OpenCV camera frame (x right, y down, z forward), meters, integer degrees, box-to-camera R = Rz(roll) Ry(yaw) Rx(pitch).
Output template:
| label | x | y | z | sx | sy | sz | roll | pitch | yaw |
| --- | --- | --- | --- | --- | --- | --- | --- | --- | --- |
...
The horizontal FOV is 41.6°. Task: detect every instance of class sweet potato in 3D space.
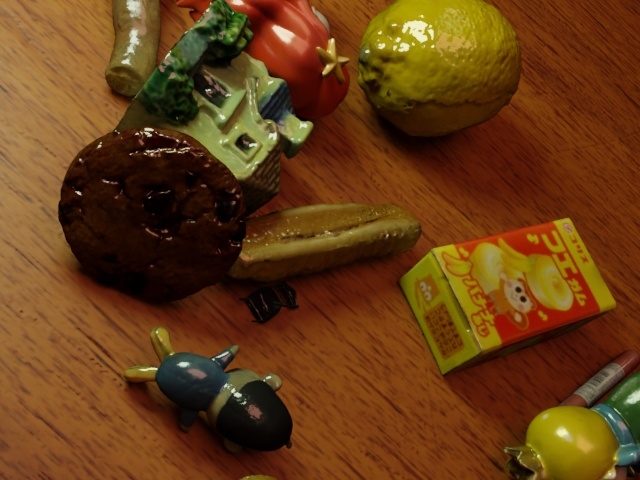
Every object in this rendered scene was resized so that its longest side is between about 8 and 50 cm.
| label | x | y | z | sx | sy | sz | roll | pitch | yaw |
| --- | --- | --- | --- | --- | --- | --- | --- | --- | --- |
| sweet potato | -0.230 | -0.360 | 1.062 | 0.109 | 0.109 | 0.385 | 7 | 59 | -28 |

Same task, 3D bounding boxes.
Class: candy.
| label | x | y | z | sx | sy | sz | roll | pitch | yaw |
| --- | --- | --- | --- | --- | --- | --- | --- | --- | --- |
| candy | 0.249 | 0.068 | 1.102 | 0.276 | 0.088 | 0.146 | -13 | 69 | -36 |

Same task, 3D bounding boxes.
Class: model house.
| label | x | y | z | sx | sy | sz | roll | pitch | yaw |
| --- | --- | --- | --- | --- | --- | --- | --- | --- | --- |
| model house | -0.104 | -0.141 | 0.958 | 0.189 | 0.195 | 0.214 | 40 | 52 | -14 |

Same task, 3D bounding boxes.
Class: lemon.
| label | x | y | z | sx | sy | sz | roll | pitch | yaw |
| --- | --- | --- | --- | --- | --- | --- | --- | --- | --- |
| lemon | 0.163 | -0.245 | 1.168 | 0.260 | 0.204 | 0.204 | -2 | 64 | -32 |

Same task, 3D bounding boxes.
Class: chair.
| label | x | y | z | sx | sy | sz | roll | pitch | yaw |
| --- | --- | --- | --- | --- | --- | --- | --- | --- | --- |
| chair | -0.059 | 0.070 | 0.953 | 0.037 | 0.042 | 0.086 | 60 | 15 | 11 |

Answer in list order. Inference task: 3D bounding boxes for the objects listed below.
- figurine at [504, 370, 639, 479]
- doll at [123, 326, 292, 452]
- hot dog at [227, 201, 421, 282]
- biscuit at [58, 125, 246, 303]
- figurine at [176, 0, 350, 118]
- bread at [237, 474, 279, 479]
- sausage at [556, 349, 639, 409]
| label | x | y | z | sx | sy | sz | roll | pitch | yaw |
| --- | --- | --- | --- | --- | --- | --- | --- | --- | --- |
| figurine | 0.338 | 0.261 | 1.031 | 0.234 | 0.185 | 0.127 | -32 | 51 | -16 |
| doll | -0.102 | 0.154 | 0.844 | 0.179 | 0.089 | 0.102 | 34 | 91 | 4 |
| hot dog | 0.001 | 0.001 | 1.003 | 0.289 | 0.068 | 0.083 | -7 | 52 | -38 |
| biscuit | -0.170 | -0.024 | 0.855 | 0.192 | 0.192 | 0.049 | 32 | 18 | -11 |
| figurine | -0.063 | -0.293 | 1.091 | 0.208 | 0.181 | 0.257 | 47 | 34 | -56 |
| bread | 0.034 | 0.354 | 0.802 | 0.344 | 0.084 | 0.124 | 39 | 72 | -5 |
| sausage | 0.375 | 0.197 | 1.137 | 0.223 | 0.029 | 0.029 | -24 | 77 | -39 |
